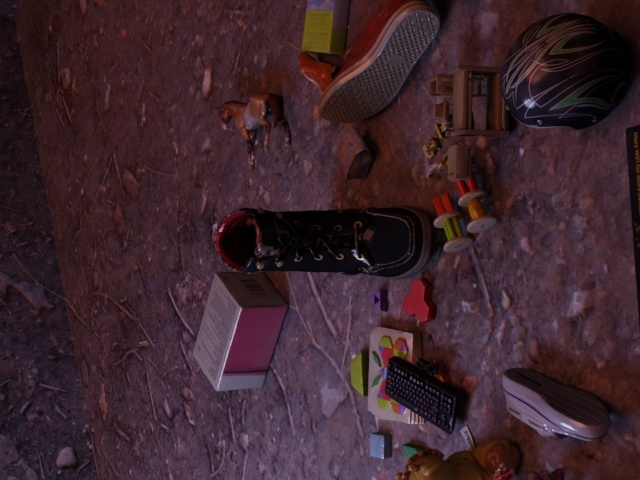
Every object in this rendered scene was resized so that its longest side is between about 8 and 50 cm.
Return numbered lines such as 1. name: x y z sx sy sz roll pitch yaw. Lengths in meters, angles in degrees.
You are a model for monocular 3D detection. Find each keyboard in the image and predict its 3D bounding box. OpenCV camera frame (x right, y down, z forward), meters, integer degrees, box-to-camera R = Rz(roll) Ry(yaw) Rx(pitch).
1. keyboard: 0.179 0.260 1.791 0.180 0.023 0.108 25 109 49

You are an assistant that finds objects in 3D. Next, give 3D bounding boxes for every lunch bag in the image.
1. lunch bag: 0.069 -0.170 1.983 0.083 0.053 0.071 107 147 -40

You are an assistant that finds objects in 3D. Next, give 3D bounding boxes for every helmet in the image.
1. helmet: 0.345 -0.242 1.452 0.169 0.161 0.170 -2 88 57

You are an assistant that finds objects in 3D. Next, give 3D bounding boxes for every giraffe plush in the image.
1. giraffe plush: 0.215 0.395 1.635 0.210 0.170 0.181 53 132 43

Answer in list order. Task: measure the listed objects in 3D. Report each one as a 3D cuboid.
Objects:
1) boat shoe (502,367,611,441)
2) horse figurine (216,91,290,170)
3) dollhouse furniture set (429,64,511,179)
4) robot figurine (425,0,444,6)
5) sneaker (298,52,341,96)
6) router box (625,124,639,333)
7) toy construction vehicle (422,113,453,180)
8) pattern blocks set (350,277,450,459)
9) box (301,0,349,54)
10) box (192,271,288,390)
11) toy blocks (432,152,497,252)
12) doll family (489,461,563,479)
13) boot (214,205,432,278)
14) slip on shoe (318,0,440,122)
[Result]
1. boat shoe: 0.355 0.261 1.521 0.226 0.083 0.076 -146 50 -65
2. horse figurine: -0.144 -0.269 2.305 0.263 0.066 0.175 -26 74 57
3. dollhouse furniture set: 0.250 -0.190 1.692 0.161 0.101 0.182 -169 80 -79
4. robot figurine: 0.163 -0.528 1.736 0.174 0.209 0.278 105 149 -49
5. sneaker: 0.012 -0.340 2.080 0.067 0.064 0.175 -54 51 20
6. router box: 0.511 -0.011 1.264 0.243 0.081 0.309 -11 80 57
7. toy construction vehicle: 0.209 -0.163 1.778 0.098 0.035 0.086 -44 54 48
8. pattern blocks set: 0.140 0.249 1.889 0.285 0.026 0.325 -23 71 55
9. box: 0.013 -0.475 2.082 0.109 0.042 0.178 19 106 55
10. box: -0.184 0.205 2.302 0.148 0.126 0.232 48 128 46
11. toy blocks: 0.232 -0.072 1.724 0.123 0.054 0.148 -45 53 47
12. doll family: 0.336 0.429 1.452 0.118 0.163 0.263 -46 52 47
13. boot: 0.000 0.000 1.870 0.377 0.284 0.138 6 94 58
14. slip on shoe: 0.105 -0.338 1.882 0.331 0.123 0.101 -49 36 40
